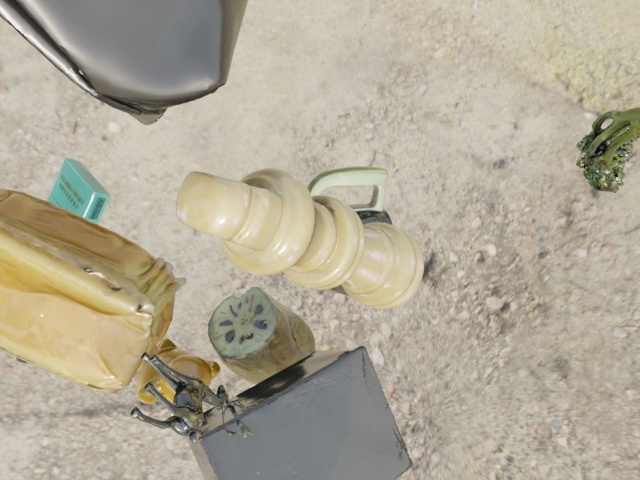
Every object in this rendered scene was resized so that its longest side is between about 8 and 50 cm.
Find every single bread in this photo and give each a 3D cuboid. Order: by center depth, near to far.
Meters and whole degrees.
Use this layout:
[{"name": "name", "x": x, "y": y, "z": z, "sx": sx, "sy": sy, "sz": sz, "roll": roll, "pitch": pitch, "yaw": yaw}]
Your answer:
[{"name": "bread", "x": -0.270, "y": 0.043, "z": 0.522, "sx": 0.241, "sy": 0.107, "sz": 0.136, "roll": 27, "pitch": 108, "yaw": -5}]

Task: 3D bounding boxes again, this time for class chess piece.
[{"name": "chess piece", "x": 0.000, "y": 0.000, "z": 0.561, "sx": 0.117, "sy": 0.397, "sz": 0.117, "roll": -7, "pitch": 75, "yaw": 27}]

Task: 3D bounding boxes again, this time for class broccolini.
[{"name": "broccolini", "x": 0.202, "y": -0.065, "z": 0.304, "sx": 0.052, "sy": 0.194, "sz": 0.054, "roll": 21, "pitch": 91, "yaw": 2}]

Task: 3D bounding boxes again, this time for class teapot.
[{"name": "teapot", "x": 0.060, "y": -0.003, "z": 1.297, "sx": 0.239, "sy": 0.322, "sz": 0.240, "roll": 4, "pitch": 44, "yaw": -17}]

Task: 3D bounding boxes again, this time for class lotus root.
[{"name": "lotus root", "x": -0.146, "y": 0.299, "z": 1.478, "sx": 0.250, "sy": 0.346, "sz": 0.251, "roll": -14, "pitch": 56, "yaw": 21}]

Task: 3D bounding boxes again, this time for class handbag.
[{"name": "handbag", "x": -0.187, "y": -0.285, "z": 0.407, "sx": 0.152, "sy": 0.288, "sz": 0.342, "roll": -15, "pitch": 56, "yaw": 34}]

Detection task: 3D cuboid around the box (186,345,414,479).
[{"name": "box", "x": -0.048, "y": 0.386, "z": 0.973, "sx": 0.345, "sy": 0.204, "sz": 0.251, "roll": -22, "pitch": 88, "yaw": -27}]

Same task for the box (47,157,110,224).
[{"name": "box", "x": -0.524, "y": -0.035, "z": 1.068, "sx": 0.162, "sy": 0.041, "sz": 0.229, "roll": 38, "pitch": 105, "yaw": 35}]

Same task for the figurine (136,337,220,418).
[{"name": "figurine", "x": -0.374, "y": 0.361, "z": 1.342, "sx": 0.215, "sy": 0.215, "sz": 0.228, "roll": -51, "pitch": 42, "yaw": -8}]

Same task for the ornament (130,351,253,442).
[{"name": "ornament", "x": -0.105, "y": 0.147, "z": 0.449, "sx": 0.028, "sy": 0.125, "sz": 0.073, "roll": -39, "pitch": 32, "yaw": 12}]

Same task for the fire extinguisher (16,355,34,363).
[{"name": "fire extinguisher", "x": -0.621, "y": 0.144, "z": 1.147, "sx": 0.075, "sy": 0.106, "sz": 0.252, "roll": -3, "pitch": 64, "yaw": -18}]
